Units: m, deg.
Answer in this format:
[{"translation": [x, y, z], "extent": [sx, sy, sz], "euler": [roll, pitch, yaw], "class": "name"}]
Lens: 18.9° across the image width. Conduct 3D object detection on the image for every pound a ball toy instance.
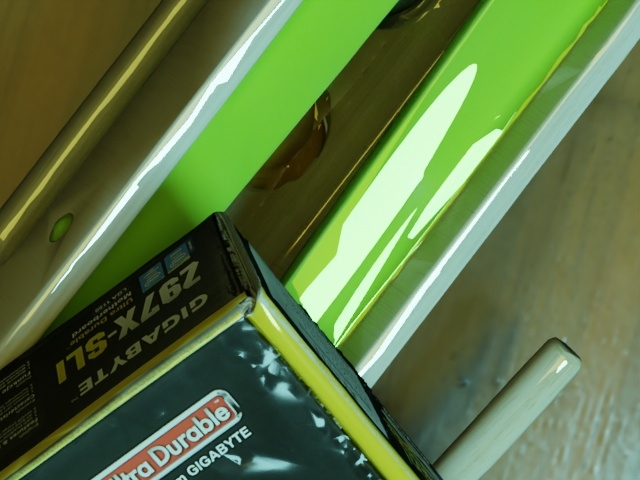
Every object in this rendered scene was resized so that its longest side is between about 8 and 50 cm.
[{"translation": [0.000, 0.000, 0.735], "extent": [0.208, 0.136, 0.319], "euler": [36, 92, -25], "class": "pound a ball toy"}]

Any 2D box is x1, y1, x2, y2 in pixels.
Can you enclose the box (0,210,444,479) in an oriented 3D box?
[{"translation": [-0.080, 0.184, 0.660], "extent": [0.322, 0.079, 0.257], "euler": [-36, 117, 5], "class": "box"}]
